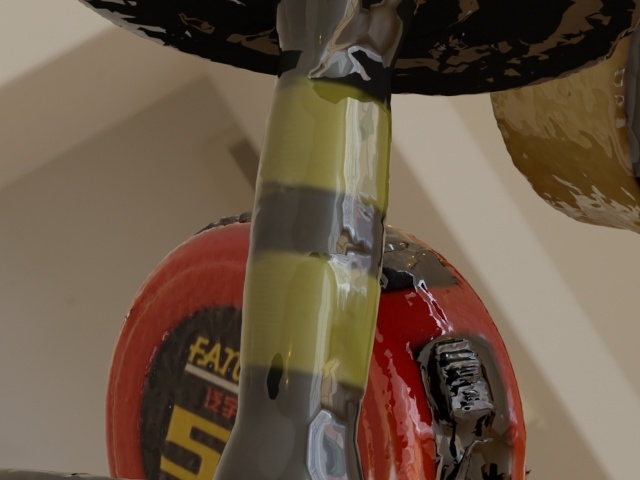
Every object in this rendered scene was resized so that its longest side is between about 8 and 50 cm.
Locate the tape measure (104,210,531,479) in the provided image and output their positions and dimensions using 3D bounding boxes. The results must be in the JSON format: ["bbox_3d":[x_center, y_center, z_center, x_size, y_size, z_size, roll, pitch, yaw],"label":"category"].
[{"bbox_3d":[-0.003,0.113,0.765,0.253,0.260,0.114,20,15,41],"label":"tape measure"}]

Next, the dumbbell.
[{"bbox_3d":[0.000,0.000,0.388,0.185,0.388,0.185,6,-11,1],"label":"dumbbell"}]

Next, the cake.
[{"bbox_3d":[0.148,-0.089,0.664,0.178,0.185,0.208,10,66,51],"label":"cake"}]
